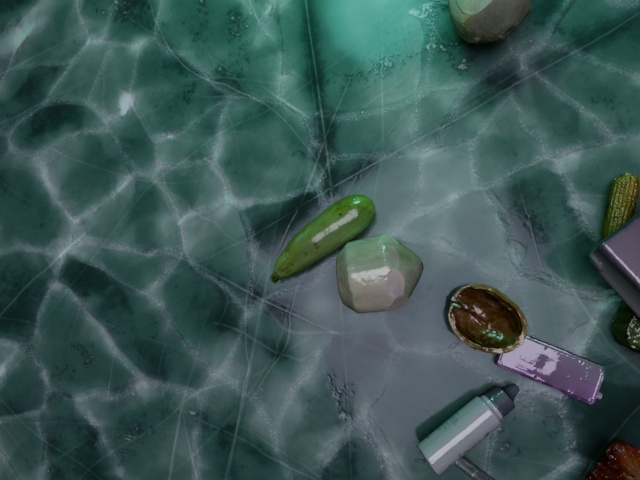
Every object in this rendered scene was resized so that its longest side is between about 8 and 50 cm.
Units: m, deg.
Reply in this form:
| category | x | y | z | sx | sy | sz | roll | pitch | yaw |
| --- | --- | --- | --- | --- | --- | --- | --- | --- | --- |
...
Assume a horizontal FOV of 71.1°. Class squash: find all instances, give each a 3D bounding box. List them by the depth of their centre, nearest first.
| category | x | y | z | sx | sy | sz | roll | pitch | yaw |
| --- | --- | --- | --- | --- | --- | --- | --- | --- | --- |
| squash | -0.003 | -0.006 | 1.300 | 0.370 | 0.118 | 0.118 | -36 | 80 | 8 |

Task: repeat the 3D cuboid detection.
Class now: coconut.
| category | x | y | z | sx | sy | sz | roll | pitch | yaw |
| --- | --- | --- | --- | --- | --- | --- | --- | --- | --- |
| coconut | 0.159 | 0.091 | 1.213 | 0.234 | 0.224 | 0.224 | -1 | 84 | 7 |
| coconut | 0.467 | -0.663 | 1.238 | 0.227 | 0.227 | 0.230 | -19 | 74 | 7 |

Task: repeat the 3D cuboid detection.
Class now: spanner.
| category | x | y | z | sx | sy | sz | roll | pitch | yaw |
| --- | --- | --- | --- | --- | --- | --- | --- | --- | --- |
| spanner | 0.421 | 0.633 | 1.209 | 0.302 | 0.017 | 0.071 | 35 | 89 | 10 |

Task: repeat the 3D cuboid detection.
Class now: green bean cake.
| category | x | y | z | sx | sy | sz | roll | pitch | yaw |
| --- | --- | --- | --- | --- | --- | --- | --- | --- | --- |
| green bean cake | 0.875 | 0.203 | 1.133 | 0.200 | 0.113 | 0.214 | 25 | 87 | 10 |

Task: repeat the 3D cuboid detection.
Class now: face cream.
| category | x | y | z | sx | sy | sz | roll | pitch | yaw |
| --- | --- | --- | --- | --- | --- | --- | --- | --- | --- |
| face cream | 0.401 | 0.482 | 1.184 | 0.311 | 0.092 | 0.092 | -38 | 79 | -4 |

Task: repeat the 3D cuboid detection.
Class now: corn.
| category | x | y | z | sx | sy | sz | roll | pitch | yaw |
| --- | --- | --- | --- | --- | --- | --- | --- | --- | --- |
| corn | 0.802 | -0.084 | 1.199 | 0.068 | 0.068 | 0.207 | 15 | 86 | 10 |

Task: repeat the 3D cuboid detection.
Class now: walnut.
| category | x | y | z | sx | sy | sz | roll | pitch | yaw |
| --- | --- | --- | --- | --- | --- | --- | --- | --- | --- |
| walnut | 0.447 | 0.217 | 1.210 | 0.211 | 0.087 | 0.167 | 38 | 88 | 27 |

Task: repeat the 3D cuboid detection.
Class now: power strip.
| category | x | y | z | sx | sy | sz | roll | pitch | yaw |
| --- | --- | --- | --- | --- | --- | --- | --- | --- | --- |
| power strip | 0.611 | 0.334 | 1.199 | 0.279 | 0.037 | 0.109 | 22 | 87 | 11 |

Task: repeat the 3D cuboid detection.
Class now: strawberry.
| category | x | y | z | sx | sy | sz | roll | pitch | yaw |
| --- | --- | --- | --- | --- | --- | --- | --- | --- | --- |
| strawberry | 0.745 | 0.626 | 1.101 | 0.234 | 0.234 | 0.178 | 48 | 123 | 11 |

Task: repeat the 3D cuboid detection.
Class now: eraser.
| category | x | y | z | sx | sy | sz | roll | pitch | yaw |
| --- | --- | --- | --- | --- | --- | --- | --- | --- | --- |
| eraser | 0.854 | 0.087 | 1.041 | 0.272 | 0.122 | 0.359 | -37 | 72 | -6 |
